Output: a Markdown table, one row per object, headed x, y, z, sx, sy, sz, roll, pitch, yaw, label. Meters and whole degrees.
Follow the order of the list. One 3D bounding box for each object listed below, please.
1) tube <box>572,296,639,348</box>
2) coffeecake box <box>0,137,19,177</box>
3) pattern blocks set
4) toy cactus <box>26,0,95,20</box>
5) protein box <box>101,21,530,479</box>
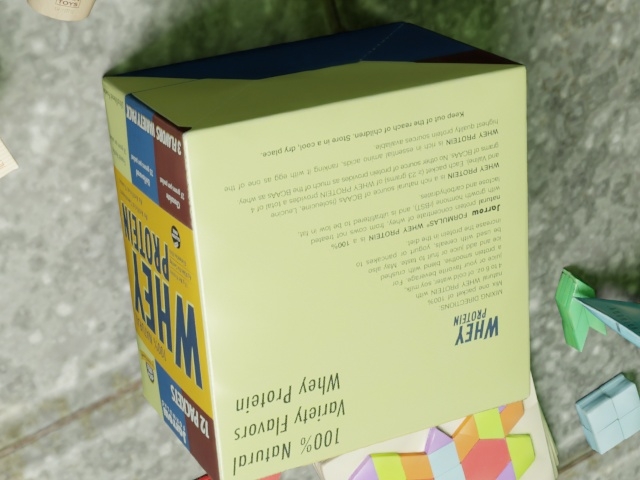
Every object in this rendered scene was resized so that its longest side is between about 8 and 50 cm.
| x | y | z | sx | sy | sz | roll | pitch | yaw | label |
| --- | --- | --- | --- | --- | --- | --- | --- | --- | --- |
| 0.269 | 0.074 | 1.042 | 0.207 | 0.080 | 0.052 | 13 | 102 | -43 | tube |
| -0.268 | -0.051 | 0.706 | 0.185 | 0.068 | 0.142 | -34 | 126 | -9 | coffeecake box |
| 0.084 | 0.160 | 1.023 | 0.325 | 0.026 | 0.285 | -40 | 126 | -6 | pattern blocks set |
| -0.104 | -0.193 | 0.715 | 0.219 | 0.112 | 0.180 | -3 | 125 | -36 | toy cactus |
| 0.000 | 0.000 | 0.822 | 0.199 | 0.136 | 0.201 | -14 | 113 | -22 | protein box |
